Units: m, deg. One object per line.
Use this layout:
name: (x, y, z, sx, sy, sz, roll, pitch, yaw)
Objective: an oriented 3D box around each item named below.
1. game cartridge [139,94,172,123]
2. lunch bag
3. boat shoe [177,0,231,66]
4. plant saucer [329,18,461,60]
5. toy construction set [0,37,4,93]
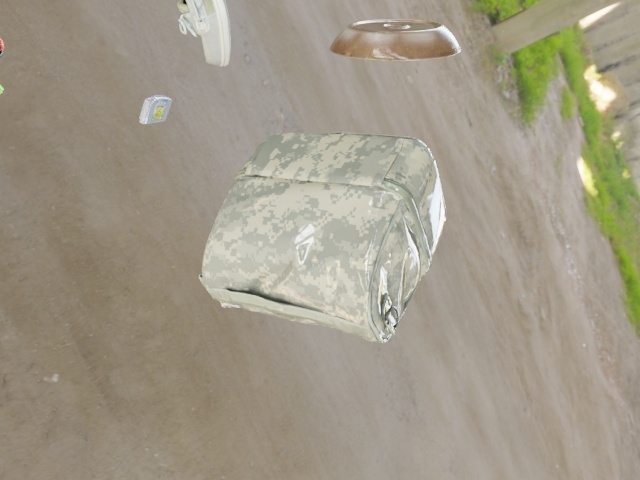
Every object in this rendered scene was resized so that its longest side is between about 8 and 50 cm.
game cartridge: (-0.326, -0.262, 1.052, 0.017, 0.056, 0.083, 26, 23, 7)
lunch bag: (0.000, 0.000, 0.761, 0.256, 0.305, 0.212, -61, 146, -30)
boat shoe: (-0.225, -0.445, 0.899, 0.320, 0.103, 0.118, 81, -8, -51)
plant saucer: (0.113, -0.308, 0.799, 0.198, 0.198, 0.036, -51, 145, -53)
toy construction set: (-0.609, -0.287, 0.804, 0.328, 0.151, 0.215, 79, 3, -51)
